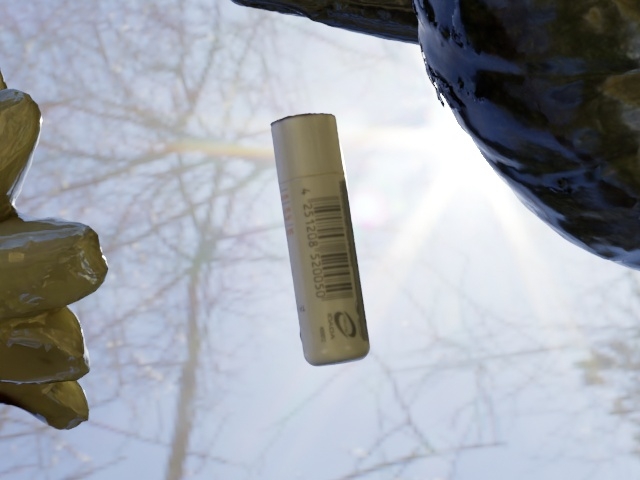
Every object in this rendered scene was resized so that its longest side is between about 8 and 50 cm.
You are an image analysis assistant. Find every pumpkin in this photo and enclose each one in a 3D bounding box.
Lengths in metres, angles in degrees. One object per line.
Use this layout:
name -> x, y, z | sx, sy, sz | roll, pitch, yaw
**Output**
pumpkin -> 0.193, -0.131, 0.751 | 0.320, 0.320, 0.192 | 53, -176, -34

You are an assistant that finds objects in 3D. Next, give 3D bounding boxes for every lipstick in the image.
lipstick -> 0.000, 0.000, 0.887 | 0.040, 0.040, 0.141 | 2, -103, -56

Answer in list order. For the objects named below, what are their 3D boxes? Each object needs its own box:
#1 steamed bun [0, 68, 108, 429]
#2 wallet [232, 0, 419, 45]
steamed bun -> -0.226, 0.017, 0.735 | 0.189, 0.247, 0.428 | -22, -120, -27
wallet -> 0.086, -0.262, 1.310 | 0.051, 0.377, 0.197 | -2, -76, -69
